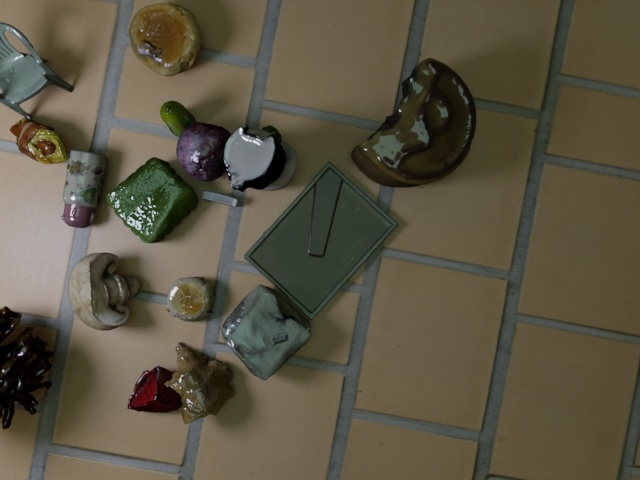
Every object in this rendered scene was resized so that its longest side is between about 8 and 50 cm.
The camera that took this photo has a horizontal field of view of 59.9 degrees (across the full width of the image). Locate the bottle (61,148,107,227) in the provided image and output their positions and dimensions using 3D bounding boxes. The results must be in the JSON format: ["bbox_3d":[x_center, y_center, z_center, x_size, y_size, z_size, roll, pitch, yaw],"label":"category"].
[{"bbox_3d":[-0.786,-0.167,1.842,0.120,0.120,0.253,9,91,-1],"label":"bottle"}]

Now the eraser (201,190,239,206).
[{"bbox_3d":[-0.339,-0.140,1.882,0.122,0.052,0.029,14,90,0],"label":"eraser"}]

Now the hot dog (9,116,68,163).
[{"bbox_3d":[-0.935,-0.327,1.814,0.261,0.093,0.123,23,101,22],"label":"hot dog"}]

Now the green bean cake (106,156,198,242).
[{"bbox_3d":[-0.549,-0.136,1.846,0.248,0.125,0.222,-42,92,1],"label":"green bean cake"}]

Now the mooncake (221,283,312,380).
[{"bbox_3d":[-0.186,0.300,1.841,0.254,0.136,0.250,-45,92,-6],"label":"mooncake"}]

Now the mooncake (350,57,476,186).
[{"bbox_3d":[0.299,-0.374,1.808,0.392,0.246,0.394,-4,93,-7],"label":"mooncake"}]

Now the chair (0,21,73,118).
[{"bbox_3d":[-0.966,-0.539,1.763,0.203,0.274,0.191,-34,90,-3],"label":"chair"}]

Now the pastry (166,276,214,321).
[{"bbox_3d":[-0.434,0.198,1.862,0.165,0.088,0.166,0,91,2],"label":"pastry"}]

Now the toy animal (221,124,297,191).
[{"bbox_3d":[-0.184,-0.263,1.776,0.212,0.266,0.213,2,97,16],"label":"toy animal"}]

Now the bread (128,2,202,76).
[{"bbox_3d":[-0.505,-0.659,1.844,0.244,0.134,0.245,0,91,2],"label":"bread"}]

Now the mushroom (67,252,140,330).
[{"bbox_3d":[-0.723,0.166,1.826,0.188,0.195,0.254,-6,94,32],"label":"mushroom"}]

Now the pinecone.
[{"bbox_3d":[-1.029,0.418,1.716,0.397,0.398,0.398,0,90,-1],"label":"pinecone"}]

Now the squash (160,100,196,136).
[{"bbox_3d":[-0.468,-0.401,1.815,0.095,0.188,0.095,0,88,-3],"label":"squash"}]

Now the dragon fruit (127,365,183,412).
[{"bbox_3d":[-0.554,0.514,1.869,0.161,0.121,0.127,-25,134,23],"label":"dragon fruit"}]

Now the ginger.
[{"bbox_3d":[-0.405,0.455,1.844,0.218,0.123,0.270,-18,80,-24],"label":"ginger"}]

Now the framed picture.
[{"bbox_3d":[0.000,0.000,1.901,0.326,0.028,0.446,43,89,0],"label":"framed picture"}]

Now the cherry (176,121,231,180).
[{"bbox_3d":[-0.381,-0.292,1.824,0.195,0.195,0.195,0,90,-1],"label":"cherry"}]
